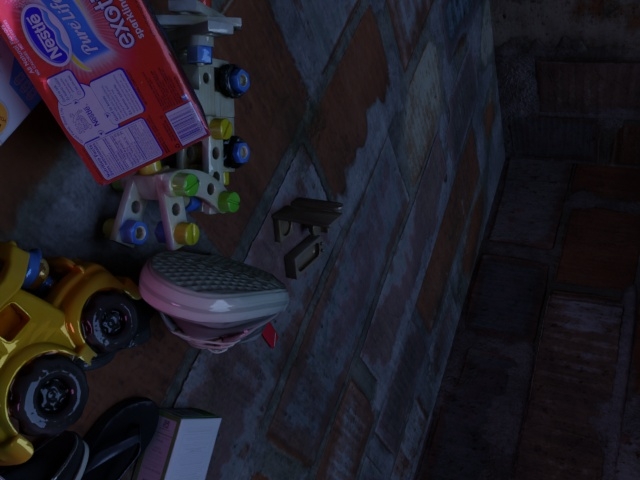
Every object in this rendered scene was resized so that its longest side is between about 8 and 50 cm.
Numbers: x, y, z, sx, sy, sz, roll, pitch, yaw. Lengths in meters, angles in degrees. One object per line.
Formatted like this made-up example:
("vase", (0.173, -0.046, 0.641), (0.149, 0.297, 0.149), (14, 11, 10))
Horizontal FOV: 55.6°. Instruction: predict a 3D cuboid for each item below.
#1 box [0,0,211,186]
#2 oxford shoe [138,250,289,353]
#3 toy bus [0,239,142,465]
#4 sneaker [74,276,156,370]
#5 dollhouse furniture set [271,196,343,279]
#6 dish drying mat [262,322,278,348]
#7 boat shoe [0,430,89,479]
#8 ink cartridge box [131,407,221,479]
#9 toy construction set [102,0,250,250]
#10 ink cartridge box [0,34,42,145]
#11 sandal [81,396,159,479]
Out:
("box", (-0.224, -0.202, 0.595), (0.256, 0.128, 0.122), (65, -3, -29))
("oxford shoe", (-0.136, 0.090, 0.805), (0.449, 0.169, 0.130), (137, -26, -86))
("toy bus", (-0.321, 0.074, 0.604), (0.211, 0.150, 0.220), (58, 44, -32))
("sneaker", (-0.268, 0.101, 0.797), (0.170, 0.051, 0.089), (-25, 120, -65))
("dollhouse furniture set", (0.000, 0.000, 1.209), (0.144, 0.123, 0.151), (-42, 134, -52))
("dish drying mat", (-0.102, 0.180, 1.195), (0.032, 0.008, 0.083), (-62, 148, -31))
("boat shoe", (-0.349, 0.288, 0.655), (0.233, 0.084, 0.079), (-44, 136, -46))
("ink cartridge box", (-0.232, 0.368, 0.936), (0.109, 0.062, 0.209), (31, 71, -62))
("toy construction set", (-0.177, -0.156, 0.802), (0.215, 0.151, 0.327), (-17, 124, -61))
("ink cartridge box", (-0.347, -0.119, 0.550), (0.181, 0.062, 0.104), (-65, 150, -29))
("sandal", (-0.297, 0.307, 0.797), (0.254, 0.055, 0.097), (-42, 135, -51))
